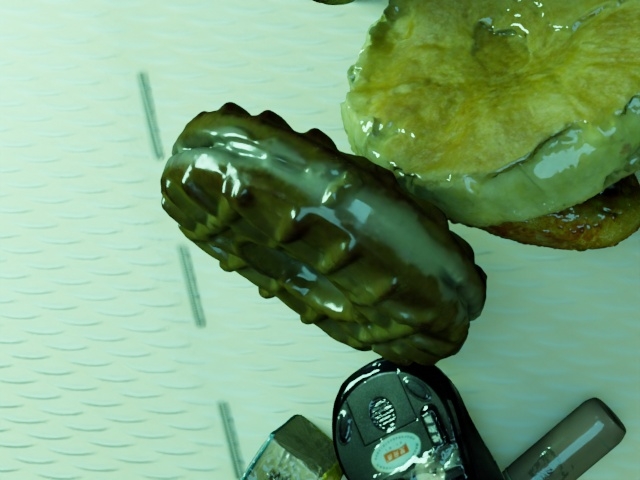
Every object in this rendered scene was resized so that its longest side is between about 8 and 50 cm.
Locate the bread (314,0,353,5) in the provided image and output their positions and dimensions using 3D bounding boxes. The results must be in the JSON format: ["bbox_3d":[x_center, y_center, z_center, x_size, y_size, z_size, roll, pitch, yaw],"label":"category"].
[{"bbox_3d":[-0.018,-0.310,1.364,0.110,0.234,0.184,-33,88,9],"label":"bread"}]

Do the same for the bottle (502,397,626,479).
[{"bbox_3d":[0.230,0.213,1.439,0.140,0.053,0.053,-43,85,13],"label":"bottle"}]

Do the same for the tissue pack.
[{"bbox_3d":[-0.050,0.269,1.470,0.082,0.120,0.169,35,99,8],"label":"tissue pack"}]

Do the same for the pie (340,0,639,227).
[{"bbox_3d":[0.173,-0.154,1.330,0.339,0.083,0.339,-12,54,17],"label":"pie"}]

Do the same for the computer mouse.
[{"bbox_3d":[0.101,0.224,1.438,0.137,0.096,0.233,-29,73,28],"label":"computer mouse"}]

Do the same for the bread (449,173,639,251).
[{"bbox_3d":[0.175,-0.048,1.394,0.269,0.139,0.095,3,122,14],"label":"bread"}]

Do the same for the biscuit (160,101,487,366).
[{"bbox_3d":[0.000,0.000,1.345,0.332,0.332,0.103,28,74,9],"label":"biscuit"}]
